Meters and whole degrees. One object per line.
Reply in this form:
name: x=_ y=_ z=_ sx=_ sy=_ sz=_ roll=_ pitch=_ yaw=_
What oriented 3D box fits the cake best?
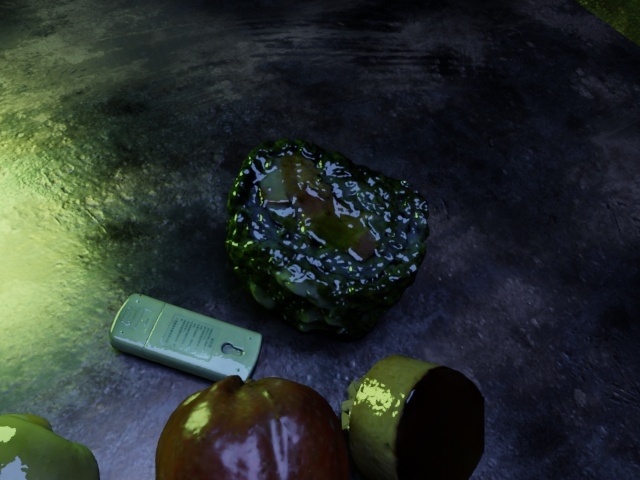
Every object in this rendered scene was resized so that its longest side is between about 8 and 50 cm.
cake: x=0.115 y=0.267 z=0.876 sx=0.208 sy=0.178 sz=0.185 roll=35 pitch=69 yaw=-28

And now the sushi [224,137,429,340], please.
sushi: x=0.000 y=0.000 z=1.027 sx=0.352 sy=0.178 sz=0.294 roll=27 pitch=55 yaw=3

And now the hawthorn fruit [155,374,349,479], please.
hawthorn fruit: x=-0.078 y=0.294 z=0.746 sx=0.258 sy=0.258 sz=0.261 roll=-24 pitch=64 yaw=-28

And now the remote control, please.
remote control: x=-0.211 y=0.159 z=0.945 sx=0.234 sy=0.038 sz=0.098 roll=18 pitch=52 yaw=-1

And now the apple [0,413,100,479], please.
apple: x=-0.360 y=0.306 z=0.704 sx=0.200 sy=0.200 sz=0.200 roll=7 pitch=52 yaw=-9
